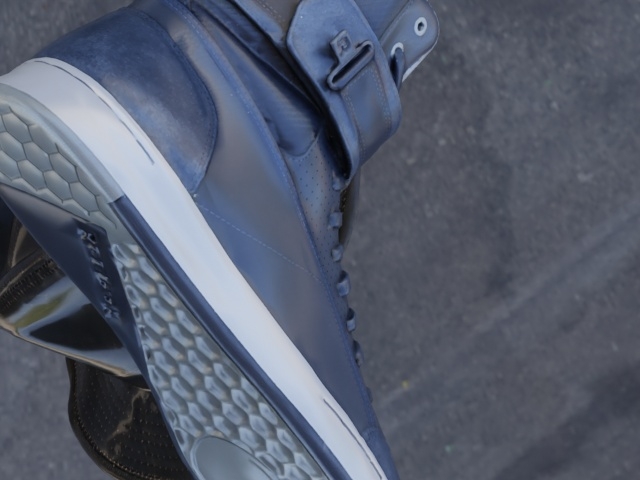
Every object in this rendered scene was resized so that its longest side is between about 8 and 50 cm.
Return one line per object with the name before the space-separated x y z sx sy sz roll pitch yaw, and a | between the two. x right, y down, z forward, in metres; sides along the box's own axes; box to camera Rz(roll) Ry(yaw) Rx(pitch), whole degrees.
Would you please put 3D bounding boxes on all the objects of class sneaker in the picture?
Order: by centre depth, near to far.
sneaker | 0.001 -0.001 0.505 0.086 0.163 0.226 -7 120 46

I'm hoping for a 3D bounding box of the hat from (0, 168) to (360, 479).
hat | -0.122 -0.007 0.840 0.134 0.331 0.331 9 130 -37
